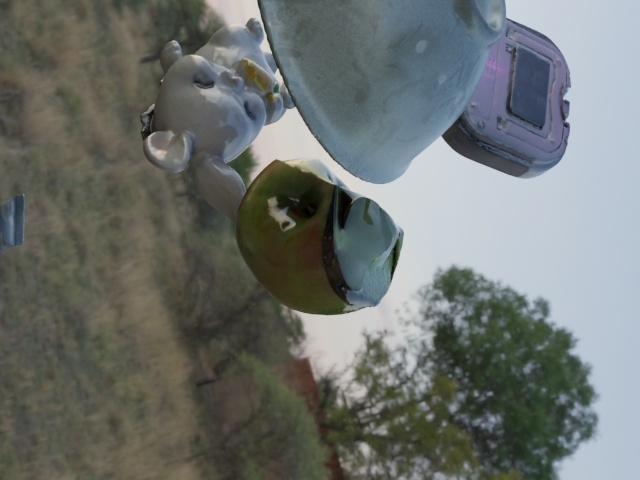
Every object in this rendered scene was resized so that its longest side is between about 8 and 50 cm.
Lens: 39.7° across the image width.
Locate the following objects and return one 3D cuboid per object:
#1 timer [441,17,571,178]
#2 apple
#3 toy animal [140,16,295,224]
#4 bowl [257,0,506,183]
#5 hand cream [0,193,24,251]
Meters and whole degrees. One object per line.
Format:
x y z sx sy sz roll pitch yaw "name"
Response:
0.236 -0.191 1.135 0.069 0.190 0.209 -37 -139 57 "timer"
0.000 0.000 1.081 0.207 0.173 0.188 57 7 28 "apple"
-0.139 -0.172 1.212 0.208 0.154 0.325 38 46 -37 "toy animal"
0.081 -0.220 0.808 0.313 0.146 0.314 33 50 -51 "bowl"
-0.580 0.008 1.438 0.058 0.271 0.091 36 40 -52 "hand cream"
